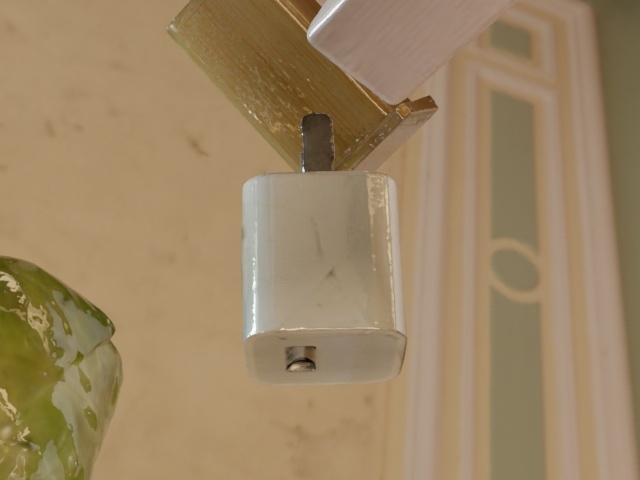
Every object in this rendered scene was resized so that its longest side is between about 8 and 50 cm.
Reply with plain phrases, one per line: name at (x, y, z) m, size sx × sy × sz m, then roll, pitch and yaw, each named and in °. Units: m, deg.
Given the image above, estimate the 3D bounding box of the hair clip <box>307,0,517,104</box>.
hair clip at (0.122, -0.186, 0.542) m, size 0.085 × 0.331 × 0.101 m, roll 33°, pitch -139°, yaw -20°

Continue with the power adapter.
power adapter at (0.000, 0.000, 0.993) m, size 0.125 × 0.130 × 0.204 m, roll -2°, pitch -116°, yaw -1°

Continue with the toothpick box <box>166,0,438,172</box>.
toothpick box at (-0.029, -0.216, 1.627) m, size 0.308 × 0.187 × 0.190 m, roll 47°, pitch -161°, yaw 4°

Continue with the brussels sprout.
brussels sprout at (-0.338, 0.157, 1.183) m, size 0.328 × 0.328 × 0.247 m, roll 40°, pitch -156°, yaw 11°
